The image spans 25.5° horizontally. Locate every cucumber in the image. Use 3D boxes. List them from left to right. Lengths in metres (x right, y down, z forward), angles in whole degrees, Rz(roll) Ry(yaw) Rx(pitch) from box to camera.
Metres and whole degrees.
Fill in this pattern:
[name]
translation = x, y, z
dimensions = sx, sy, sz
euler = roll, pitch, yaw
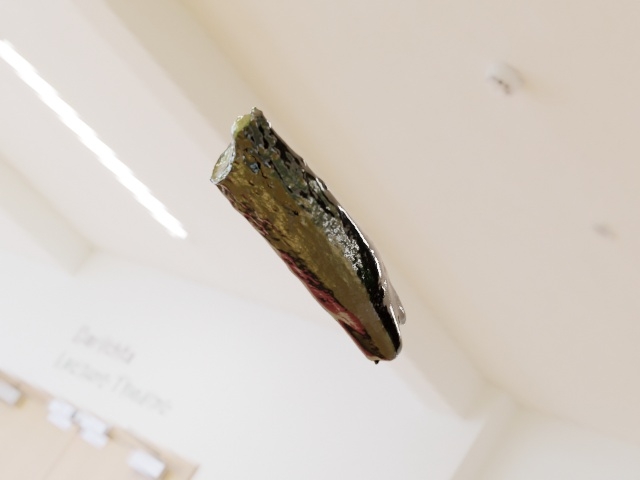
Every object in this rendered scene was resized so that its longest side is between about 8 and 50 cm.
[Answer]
[cucumber]
translation = 0.002, 0.000, 0.558
dimensions = 0.034, 0.033, 0.135
euler = -4, -41, 45
